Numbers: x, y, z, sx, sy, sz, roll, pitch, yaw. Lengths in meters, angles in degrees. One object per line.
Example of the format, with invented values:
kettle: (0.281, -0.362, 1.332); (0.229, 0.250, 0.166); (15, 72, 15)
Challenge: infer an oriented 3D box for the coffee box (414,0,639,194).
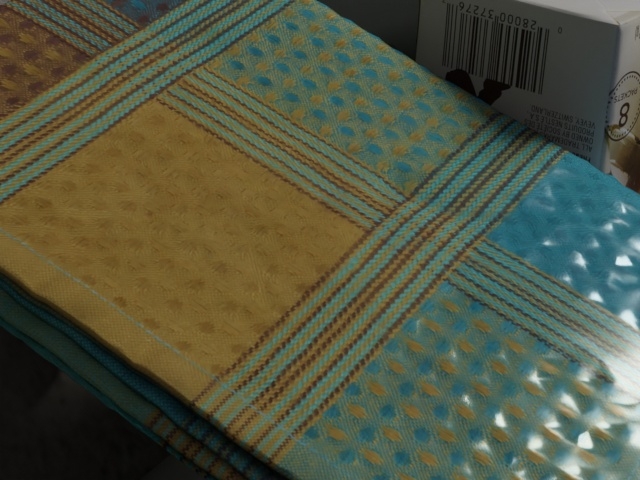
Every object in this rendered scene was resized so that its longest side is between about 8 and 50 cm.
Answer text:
coffee box: (0.134, -0.003, 0.874); (0.168, 0.119, 0.297); (-26, 127, -46)

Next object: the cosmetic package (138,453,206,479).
cosmetic package: (-0.018, 0.180, 0.685); (0.385, 0.217, 0.156); (-35, 103, -44)

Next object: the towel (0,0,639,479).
towel: (0.000, 0.000, 0.673); (0.370, 0.040, 0.271); (33, 42, 17)

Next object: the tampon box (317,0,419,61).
tampon box: (-0.001, -0.125, 0.879); (0.120, 0.101, 0.161); (-45, 110, -44)
